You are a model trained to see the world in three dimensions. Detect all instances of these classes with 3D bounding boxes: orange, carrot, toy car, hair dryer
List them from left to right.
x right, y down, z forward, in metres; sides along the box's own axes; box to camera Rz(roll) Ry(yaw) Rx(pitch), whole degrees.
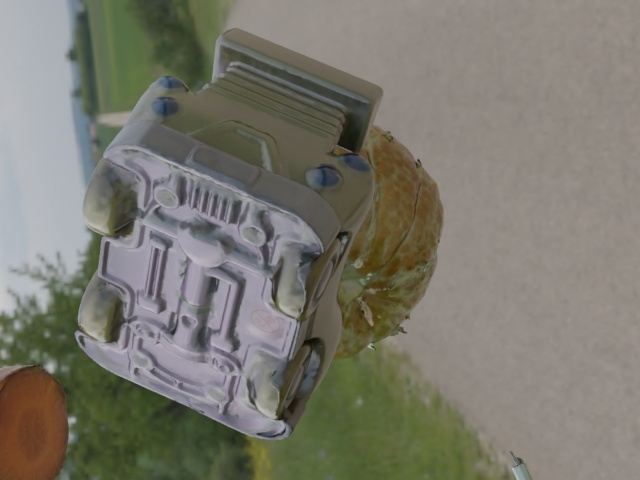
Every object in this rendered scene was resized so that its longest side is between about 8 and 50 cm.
[{"bbox_3d":[-0.426,0.217,1.512,0.159,0.225,0.159,-10,-79,-62],"label":"carrot"},{"bbox_3d":[-0.081,0.000,1.211,0.336,0.242,0.226,103,-167,-49],"label":"toy car"},{"bbox_3d":[0.000,0.000,1.622,0.249,0.329,0.329,-131,32,-50],"label":"orange"},{"bbox_3d":[0.243,0.299,1.454,0.038,0.063,0.124,-37,69,40],"label":"hair dryer"}]
